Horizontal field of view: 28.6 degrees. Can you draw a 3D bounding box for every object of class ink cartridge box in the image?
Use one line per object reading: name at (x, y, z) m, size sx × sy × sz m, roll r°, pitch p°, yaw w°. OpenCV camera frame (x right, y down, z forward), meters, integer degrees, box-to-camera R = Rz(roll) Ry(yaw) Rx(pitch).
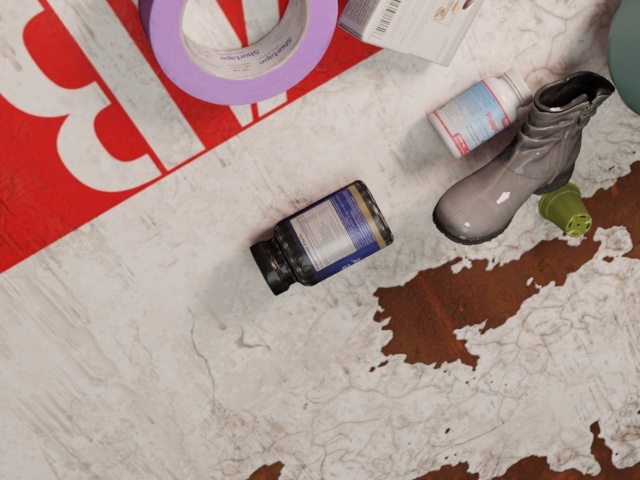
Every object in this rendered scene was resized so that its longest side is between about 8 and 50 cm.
ink cartridge box at (0.172, -0.406, 1.855) m, size 0.239 × 0.060 × 0.275 m, roll 5°, pitch 118°, yaw -54°

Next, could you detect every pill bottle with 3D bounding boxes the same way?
pill bottle at (0.000, 0.000, 2.070) m, size 0.219 × 0.123 × 0.123 m, roll -28°, pitch 130°, yaw 1°
pill bottle at (0.262, -0.209, 2.038) m, size 0.160 × 0.087 × 0.087 m, roll -33°, pitch 130°, yaw 5°

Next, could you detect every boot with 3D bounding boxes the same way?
boot at (0.321, -0.146, 2.016) m, size 0.338 × 0.118 × 0.223 m, roll -36°, pitch 156°, yaw -35°

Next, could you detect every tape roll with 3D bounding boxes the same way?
tape roll at (-0.118, -0.334, 1.796) m, size 0.274 × 0.090 × 0.275 m, roll -11°, pitch 129°, yaw -14°

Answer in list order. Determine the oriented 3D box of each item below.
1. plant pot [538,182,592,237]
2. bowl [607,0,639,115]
plant pot at (0.443, -0.047, 2.235) m, size 0.083 × 0.079 × 0.083 m, roll -10°, pitch 128°, yaw -13°
bowl at (0.570, -0.307, 1.991) m, size 0.311 × 0.163 × 0.312 m, roll -10°, pitch 105°, yaw -44°
